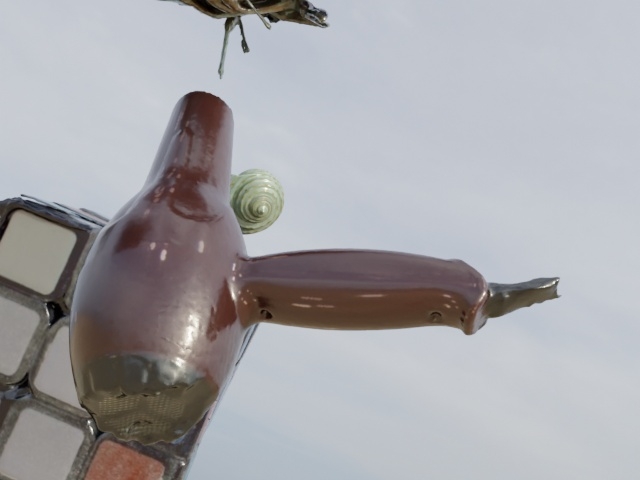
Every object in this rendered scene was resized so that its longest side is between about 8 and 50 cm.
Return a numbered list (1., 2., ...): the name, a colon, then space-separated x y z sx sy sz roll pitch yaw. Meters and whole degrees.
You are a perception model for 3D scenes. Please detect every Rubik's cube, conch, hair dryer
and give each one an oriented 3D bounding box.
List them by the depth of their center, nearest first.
1. hair dryer: 0.000 0.000 0.541 0.341 0.312 0.123 0 -42 10
2. Rubik's cube: -0.298 0.163 1.053 0.363 0.362 0.359 23 -6 -2
3. conch: -0.130 -0.064 1.080 0.135 0.102 0.153 27 -17 -38

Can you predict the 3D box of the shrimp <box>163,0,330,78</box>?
1. shrimp: -0.062 -0.255 0.694 0.372 0.137 0.172 15 -48 12
